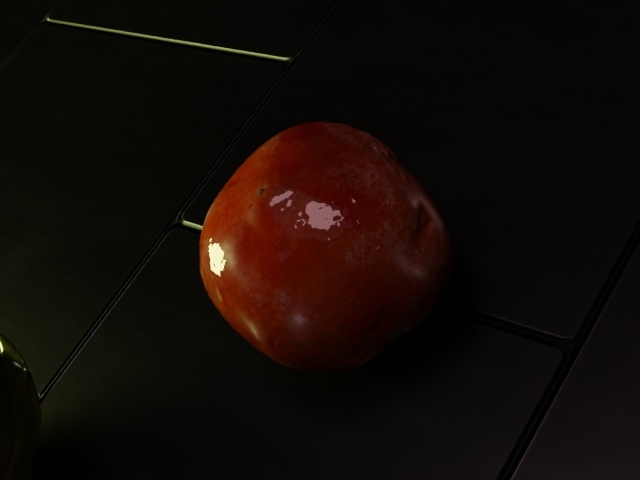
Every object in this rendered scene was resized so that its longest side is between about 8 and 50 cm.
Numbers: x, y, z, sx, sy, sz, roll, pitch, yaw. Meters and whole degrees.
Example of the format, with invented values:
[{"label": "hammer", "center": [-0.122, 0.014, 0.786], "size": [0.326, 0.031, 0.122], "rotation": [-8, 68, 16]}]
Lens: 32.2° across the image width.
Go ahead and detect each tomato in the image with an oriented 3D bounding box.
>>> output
[{"label": "tomato", "center": [-0.003, 0.002, 0.992], "size": [0.232, 0.188, 0.232], "rotation": [-18, 45, 18]}]

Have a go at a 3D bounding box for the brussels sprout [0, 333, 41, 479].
[{"label": "brussels sprout", "center": [-0.380, 0.178, 1.003], "size": [0.227, 0.259, 0.294], "rotation": [-12, 47, 12]}]
